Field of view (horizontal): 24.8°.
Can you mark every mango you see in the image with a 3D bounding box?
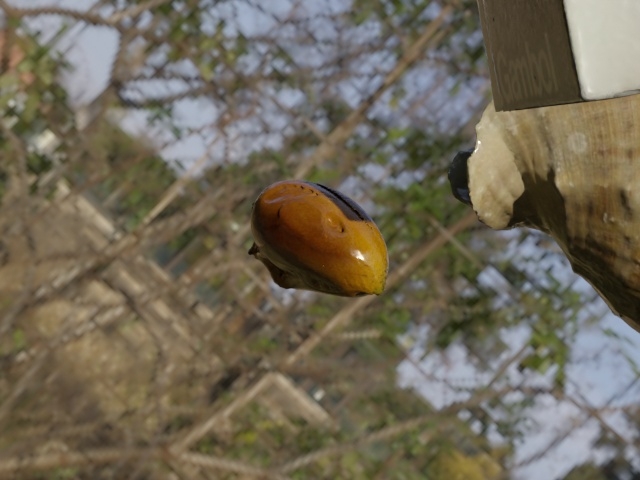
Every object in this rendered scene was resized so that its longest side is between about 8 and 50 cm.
[{"bbox_3d":[0.000,0.000,0.965,0.127,0.063,0.077,22,-40,47],"label":"mango"}]

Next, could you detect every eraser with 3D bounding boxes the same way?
[{"bbox_3d":[0.132,-0.119,0.815,0.212,0.046,0.092,-160,-120,-84],"label":"eraser"}]

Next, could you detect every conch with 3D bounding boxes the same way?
[{"bbox_3d":[0.272,-0.034,1.081,0.186,0.324,0.263,-121,-143,-48],"label":"conch"}]
